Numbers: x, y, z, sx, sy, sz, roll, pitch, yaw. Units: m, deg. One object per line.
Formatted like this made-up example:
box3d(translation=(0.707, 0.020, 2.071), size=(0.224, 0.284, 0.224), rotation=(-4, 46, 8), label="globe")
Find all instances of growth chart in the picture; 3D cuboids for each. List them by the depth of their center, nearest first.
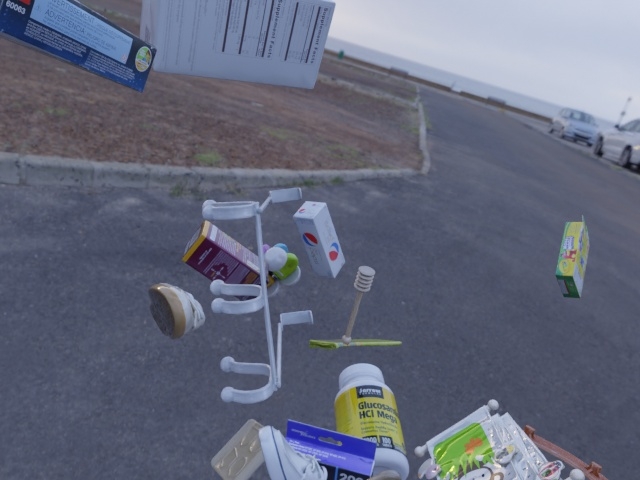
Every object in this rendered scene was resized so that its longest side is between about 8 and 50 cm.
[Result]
box3d(translation=(0.216, 0.302, 0.695), size=(0.021, 0.171, 0.237), rotation=(54, -1, -9), label="growth chart")

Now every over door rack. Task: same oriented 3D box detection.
box3d(translation=(-0.091, 0.055, 0.745), size=(0.108, 0.240, 0.324), rotation=(-3, 8, 9), label="over door rack")

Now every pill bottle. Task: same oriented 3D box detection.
box3d(translation=(0.137, 0.532, 1.515), size=(0.187, 0.188, 0.334), rotation=(11, 34, -13), label="pill bottle")

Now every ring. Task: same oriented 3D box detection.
box3d(translation=(0.450, 0.432, 1.004), size=(0.336, 0.032, 0.336), rotation=(23, 4, -2), label="ring")

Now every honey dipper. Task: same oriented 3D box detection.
box3d(translation=(0.062, 0.121, 0.929), size=(0.030, 0.161, 0.030), rotation=(12, 26, -6), label="honey dipper")

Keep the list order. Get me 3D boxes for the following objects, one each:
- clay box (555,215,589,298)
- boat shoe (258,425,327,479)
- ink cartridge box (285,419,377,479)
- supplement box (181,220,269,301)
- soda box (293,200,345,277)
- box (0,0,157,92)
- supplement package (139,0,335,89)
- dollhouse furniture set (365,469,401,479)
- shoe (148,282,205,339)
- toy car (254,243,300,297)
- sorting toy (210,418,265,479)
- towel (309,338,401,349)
box3d(translation=(0.760, 0.046, 1.564), size=(0.053, 0.222, 0.127), rotation=(0, -36, 38), label="clay box")
box3d(translation=(-0.031, 0.415, 0.916), size=(0.084, 0.258, 0.095), rotation=(-24, 27, -4), label="boat shoe")
box3d(translation=(0.011, 0.511, 1.149), size=(0.206, 0.209, 0.045), rotation=(10, 23, 12), label="ink cartridge box")
box3d(translation=(-0.214, 0.050, 1.195), size=(0.188, 0.081, 0.104), rotation=(38, 12, -18), label="supplement box")
box3d(translation=(0.000, 0.000, 1.440), size=(0.069, 0.216, 0.074), rotation=(8, 44, 32), label="soda box")
box3d(translation=(-0.277, -0.196, 0.422), size=(0.232, 0.044, 0.159), rotation=(23, 8, 13), label="box")
box3d(translation=(-0.124, -0.321, 0.762), size=(0.243, 0.134, 0.139), rotation=(-2, 39, -28), label="supplement package")
box3d(translation=(0.175, 0.480, 0.761), size=(0.242, 0.161, 0.212), rotation=(48, 17, -26), label="dollhouse furniture set")
box3d(translation=(-0.195, 0.091, 0.714), size=(0.058, 0.077, 0.219), rotation=(-25, -1, -23), label="shoe")
box3d(translation=(-0.158, 0.077, 1.582), size=(0.159, 0.181, 0.136), rotation=(51, 11, -52), label="toy car")
box3d(translation=(-0.285, 0.754, 1.749), size=(0.307, 0.041, 0.229), rotation=(-43, 20, -23), label="sorting toy")
box3d(translation=(0.091, 0.265, 1.324), size=(0.237, 0.021, 0.102), rotation=(8, -8, -40), label="towel")
